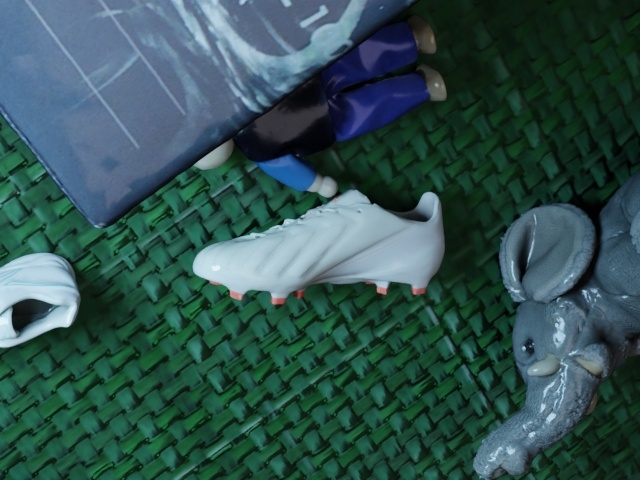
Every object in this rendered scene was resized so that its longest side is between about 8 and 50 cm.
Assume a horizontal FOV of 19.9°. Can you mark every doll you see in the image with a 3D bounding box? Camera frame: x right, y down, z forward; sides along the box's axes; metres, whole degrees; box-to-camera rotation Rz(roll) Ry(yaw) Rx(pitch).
[{"bbox_3d":[-0.007,-0.090,1.269,0.189,0.046,0.129,-20,116,-13],"label":"doll"}]

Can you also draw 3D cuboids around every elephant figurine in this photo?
[{"bbox_3d":[0.206,0.043,1.356,0.239,0.186,0.169,-30,88,30],"label":"elephant figurine"}]

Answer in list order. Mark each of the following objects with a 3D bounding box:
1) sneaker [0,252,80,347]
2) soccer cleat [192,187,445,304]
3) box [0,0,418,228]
[{"bbox_3d":[-0.234,0.050,1.230,0.152,0.061,0.053,-18,118,-12],"label":"sneaker"},{"bbox_3d":[0.000,0.000,1.302,0.196,0.068,0.076,-2,107,-28],"label":"soccer cleat"},{"bbox_3d":[-0.074,-0.351,0.931,0.472,0.297,0.480,-37,109,1],"label":"box"}]
